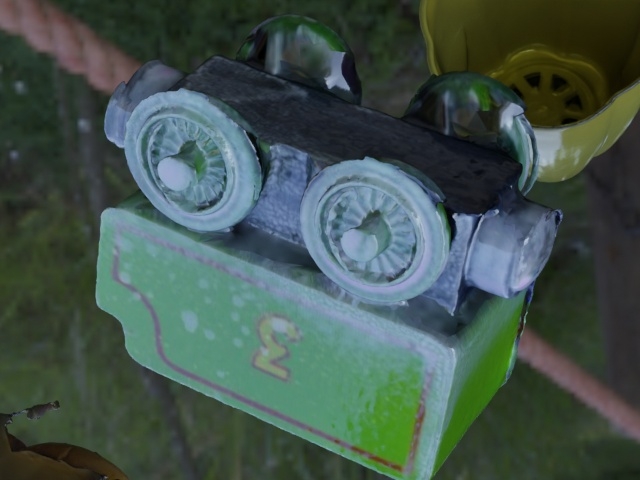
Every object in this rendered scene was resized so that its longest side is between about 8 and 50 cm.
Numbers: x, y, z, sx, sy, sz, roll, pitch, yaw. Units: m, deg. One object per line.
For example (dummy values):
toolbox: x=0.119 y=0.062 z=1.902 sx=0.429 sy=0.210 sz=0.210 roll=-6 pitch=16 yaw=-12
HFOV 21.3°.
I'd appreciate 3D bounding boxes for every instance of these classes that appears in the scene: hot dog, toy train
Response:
hot dog: x=-0.319 y=0.317 z=2.123 sx=0.326 sy=0.194 sz=0.107 roll=39 pitch=-173 yaw=36
toy train: x=0.000 y=0.000 z=1.136 sx=0.307 sy=0.249 sz=0.173 roll=22 pitch=-144 yaw=18

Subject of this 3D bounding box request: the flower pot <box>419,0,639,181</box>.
flower pot: x=0.185 y=-0.142 z=1.419 sx=0.195 sy=0.195 sz=0.179 roll=-3 pitch=157 yaw=8
